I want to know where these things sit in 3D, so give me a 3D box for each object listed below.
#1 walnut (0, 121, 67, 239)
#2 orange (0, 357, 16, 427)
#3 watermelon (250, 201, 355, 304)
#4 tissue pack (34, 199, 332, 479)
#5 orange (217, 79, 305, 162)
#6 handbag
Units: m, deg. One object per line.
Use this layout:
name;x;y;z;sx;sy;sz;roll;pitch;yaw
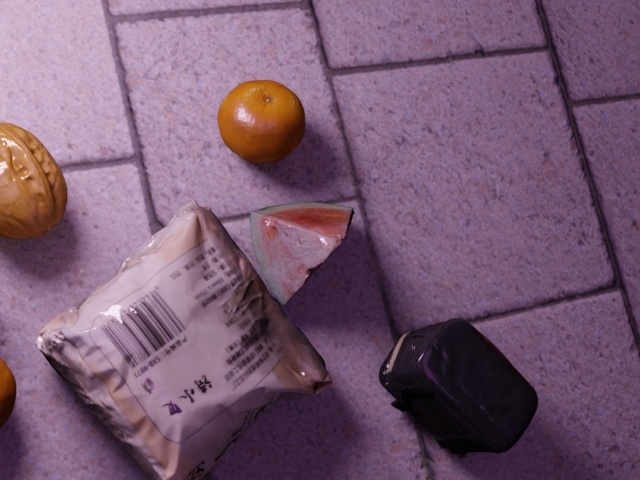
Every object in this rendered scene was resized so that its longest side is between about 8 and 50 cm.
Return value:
walnut;-0.493;-0.094;1.563;0.159;0.159;0.206;-35;86;-24
orange;-0.540;0.232;1.478;0.156;0.124;0.156;-1;96;-15
watermelon;-0.004;0.011;1.730;0.207;0.202;0.136;-24;126;-22
tissue pack;-0.212;0.171;1.582;0.376;0.195;0.390;-37;92;-28
orange;-0.105;-0.207;1.747;0.159;0.136;0.158;7;57;-11
handbag;0.242;0.256;1.739;0.254;0.181;0.181;43;65;-9
